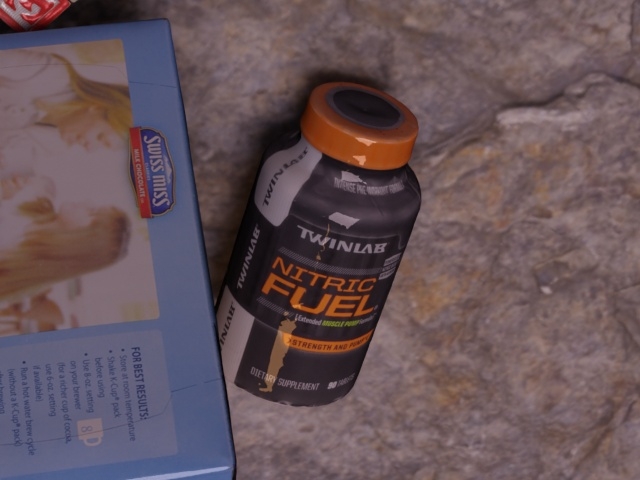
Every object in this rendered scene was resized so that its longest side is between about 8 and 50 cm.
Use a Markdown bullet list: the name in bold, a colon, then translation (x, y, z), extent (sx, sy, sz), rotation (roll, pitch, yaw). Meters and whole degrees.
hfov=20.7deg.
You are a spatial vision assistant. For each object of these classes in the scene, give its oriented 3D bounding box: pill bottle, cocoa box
- **pill bottle**: translation (0.000, 0.000, 1.373), extent (0.130, 0.130, 0.245), rotation (8, 122, -18)
- **cocoa box**: translation (-0.189, 0.056, 1.199), extent (0.231, 0.347, 0.228), rotation (-7, 152, -7)

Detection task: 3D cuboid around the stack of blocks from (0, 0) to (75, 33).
- **stack of blocks**: translation (-0.151, -0.295, 1.158), extent (0.297, 0.087, 0.171), rotation (-39, 123, 15)
